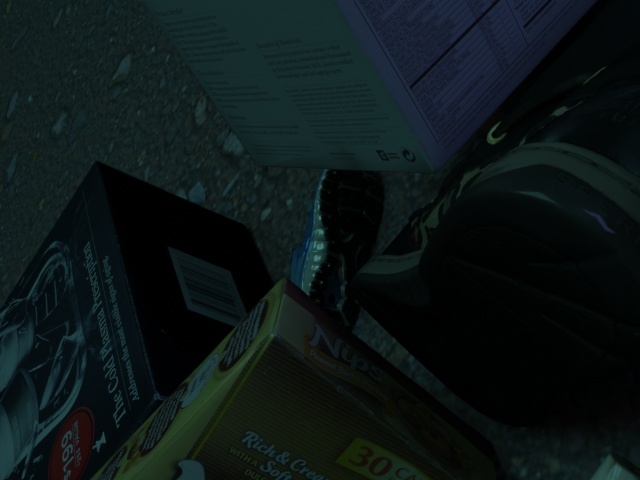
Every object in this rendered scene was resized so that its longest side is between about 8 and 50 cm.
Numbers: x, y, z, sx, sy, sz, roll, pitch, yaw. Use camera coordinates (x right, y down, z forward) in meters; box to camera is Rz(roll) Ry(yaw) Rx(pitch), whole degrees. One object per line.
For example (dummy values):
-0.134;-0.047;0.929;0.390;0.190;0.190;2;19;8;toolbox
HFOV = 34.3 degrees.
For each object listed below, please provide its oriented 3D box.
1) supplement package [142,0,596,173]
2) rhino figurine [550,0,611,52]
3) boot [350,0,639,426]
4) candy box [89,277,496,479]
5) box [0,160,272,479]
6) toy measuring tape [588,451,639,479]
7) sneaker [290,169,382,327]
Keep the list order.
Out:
0.005;-0.204;0.639;0.198;0.262;0.199;-46;29;-23;supplement package
0.168;-0.180;0.754;0.243;0.073;0.106;-7;59;55;rhino figurine
0.162;-0.048;0.594;0.284;0.138;0.377;-49;-6;-14;boot
-0.059;0.199;0.682;0.316;0.183;0.087;-46;13;19;candy box
-0.181;0.161;0.922;0.312;0.179;0.343;-54;34;18;box
0.169;0.172;0.356;0.121;0.121;0.330;-58;34;10;toy measuring tape
0.000;0.000;0.882;0.073;0.063;0.162;-11;60;56;sneaker
